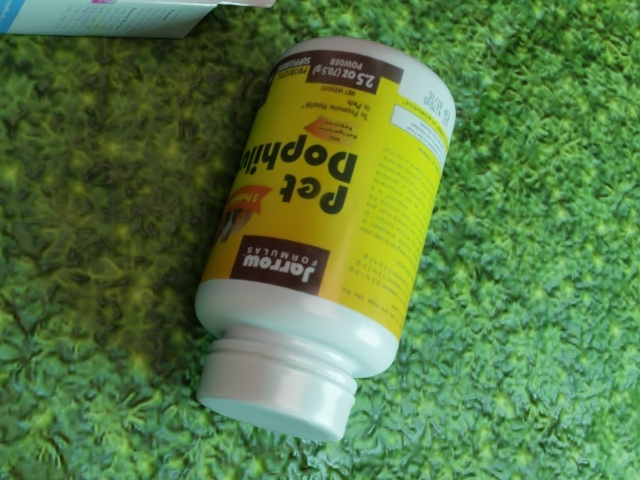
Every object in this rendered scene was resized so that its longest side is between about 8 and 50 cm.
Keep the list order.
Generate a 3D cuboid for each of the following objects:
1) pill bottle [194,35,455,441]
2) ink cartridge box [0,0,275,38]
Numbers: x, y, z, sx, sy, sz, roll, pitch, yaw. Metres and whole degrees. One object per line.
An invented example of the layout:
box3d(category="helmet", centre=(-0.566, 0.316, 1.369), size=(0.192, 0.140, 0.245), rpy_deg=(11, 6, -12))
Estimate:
box3d(category="pill bottle", centre=(0.000, 0.000, 0.552), size=(0.117, 0.117, 0.215), rpy_deg=(25, 69, -23))
box3d(category="ink cartridge box", centre=(-0.124, -0.175, 0.549), size=(0.181, 0.061, 0.104), rpy_deg=(-4, 83, -30))
